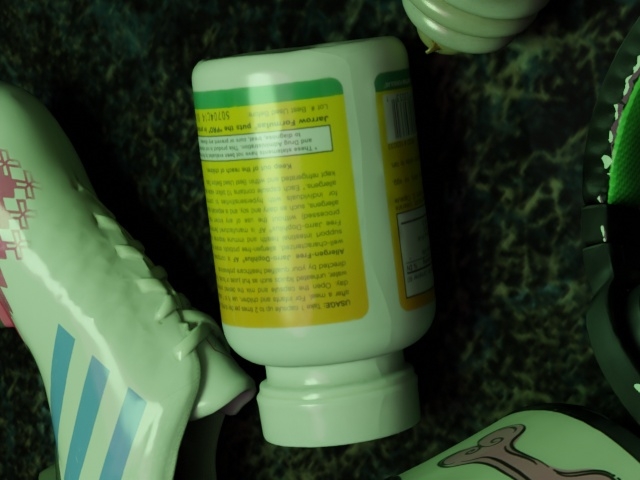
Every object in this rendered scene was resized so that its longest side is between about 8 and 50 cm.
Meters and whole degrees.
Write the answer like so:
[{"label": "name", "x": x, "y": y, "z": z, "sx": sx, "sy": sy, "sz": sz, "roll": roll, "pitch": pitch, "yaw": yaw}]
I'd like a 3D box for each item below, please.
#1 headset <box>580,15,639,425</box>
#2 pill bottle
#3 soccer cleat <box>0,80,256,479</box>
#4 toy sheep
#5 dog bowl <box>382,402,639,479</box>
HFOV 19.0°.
[{"label": "headset", "x": 0.255, "y": 0.050, "z": 0.869, "sx": 0.243, "sy": 0.185, "sz": 0.394, "roll": -14, "pitch": 76, "yaw": 41}, {"label": "pill bottle", "x": 0.000, "y": 0.000, "z": 1.029, "sx": 0.118, "sy": 0.118, "sz": 0.208, "roll": -2, "pitch": 98, "yaw": 37}, {"label": "soccer cleat", "x": -0.116, "y": 0.051, "z": 1.144, "sx": 0.143, "sy": 0.116, "sz": 0.331, "roll": -17, "pitch": 91, "yaw": 21}, {"label": "toy sheep", "x": 0.080, "y": -0.145, "z": 0.962, "sx": 0.091, "sy": 0.091, "sz": 0.132, "roll": 44, "pitch": 140, "yaw": 21}, {"label": "dog bowl", "x": 0.082, "y": 0.288, "z": 0.890, "sx": 0.408, "sy": 0.150, "sz": 0.408, "roll": 170, "pitch": 90, "yaw": -68}]
